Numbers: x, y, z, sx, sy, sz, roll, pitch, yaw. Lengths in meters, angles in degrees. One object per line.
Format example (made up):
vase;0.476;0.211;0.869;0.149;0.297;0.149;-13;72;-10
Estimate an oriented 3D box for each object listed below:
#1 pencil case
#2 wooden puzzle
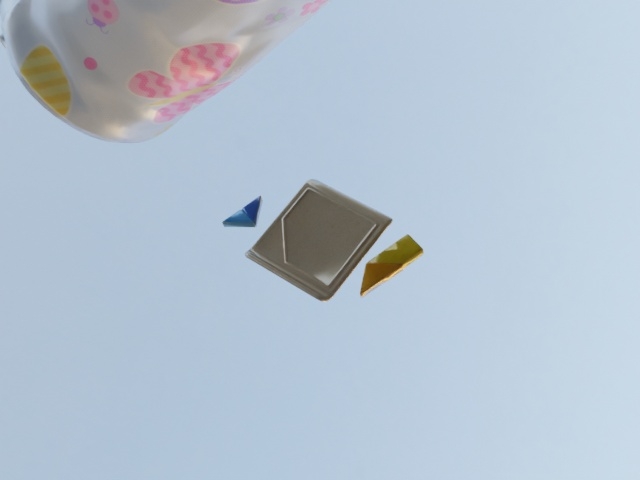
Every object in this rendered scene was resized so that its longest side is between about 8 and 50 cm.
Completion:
pencil case;-0.040;-0.149;0.414;0.124;0.273;0.113;0;-112;-46
wooden puzzle;0.000;0.000;0.552;0.078;0.116;0.014;-42;-34;-17
